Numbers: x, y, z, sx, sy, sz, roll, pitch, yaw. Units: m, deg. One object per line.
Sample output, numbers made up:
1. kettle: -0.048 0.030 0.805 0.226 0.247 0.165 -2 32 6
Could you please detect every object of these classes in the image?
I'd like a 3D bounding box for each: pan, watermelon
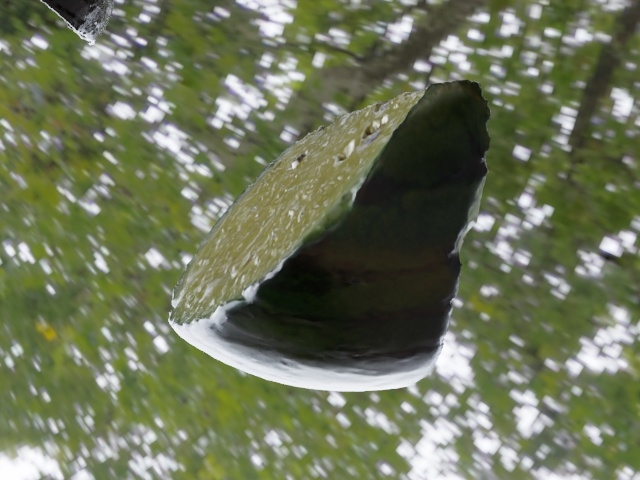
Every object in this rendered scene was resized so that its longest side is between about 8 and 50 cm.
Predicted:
1. pan: -0.168 -0.149 0.984 0.115 0.212 0.040 36 -83 12
2. watermelon: -0.009 0.004 0.626 0.075 0.181 0.092 -4 -89 -16
